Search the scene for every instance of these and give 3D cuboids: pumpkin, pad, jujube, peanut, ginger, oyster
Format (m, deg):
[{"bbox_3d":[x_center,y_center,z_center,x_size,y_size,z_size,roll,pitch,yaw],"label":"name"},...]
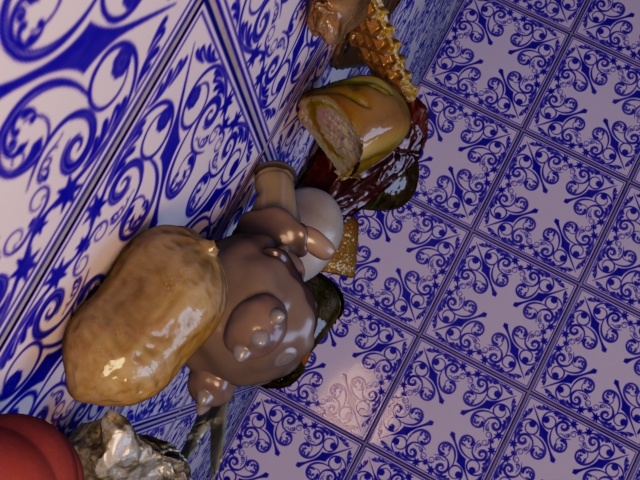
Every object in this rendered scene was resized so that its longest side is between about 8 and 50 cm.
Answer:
[{"bbox_3d":[-0.083,0.214,1.793,0.320,0.192,0.320,-56,175,-7],"label":"pumpkin"},{"bbox_3d":[0.111,-0.452,1.352,0.286,0.018,0.284,-66,170,21],"label":"pad"},{"bbox_3d":[0.137,-0.163,1.950,0.242,0.232,0.325,-62,172,22],"label":"pumpkin"},{"bbox_3d":[0.083,-0.179,1.590,0.342,0.216,0.216,-55,174,-1],"label":"jujube"},{"bbox_3d":[-0.171,0.075,0.742,0.129,0.129,0.224,110,7,-52],"label":"peanut"},{"bbox_3d":[0.030,-0.338,0.935,0.137,0.074,0.213,-62,168,-8],"label":"ginger"},{"bbox_3d":[-0.246,0.303,0.863,0.112,0.198,0.267,-113,178,-45],"label":"oyster"}]

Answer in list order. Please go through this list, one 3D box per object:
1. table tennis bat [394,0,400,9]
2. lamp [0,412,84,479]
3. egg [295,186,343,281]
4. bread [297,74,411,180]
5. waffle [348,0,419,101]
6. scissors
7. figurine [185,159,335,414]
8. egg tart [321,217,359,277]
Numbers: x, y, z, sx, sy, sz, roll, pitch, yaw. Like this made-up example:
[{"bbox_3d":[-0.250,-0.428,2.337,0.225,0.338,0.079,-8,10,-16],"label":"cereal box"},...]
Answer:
[{"bbox_3d":[0.187,-0.567,1.530,0.274,0.021,0.154,-58,172,-28],"label":"table tennis bat"},{"bbox_3d":[-0.262,0.228,0.582,0.182,0.140,0.182,-58,176,-6],"label":"lamp"},{"bbox_3d":[-0.043,-0.003,1.410,0.209,0.151,0.151,-61,174,0],"label":"egg"},{"bbox_3d":[0.063,-0.199,1.217,0.156,0.158,0.260,-32,177,-18],"label":"bread"},{"bbox_3d":[0.105,-0.313,1.192,0.046,0.192,0.160,-36,179,-12],"label":"waffle"},{"bbox_3d":[-0.145,0.217,1.109,0.256,0.029,0.383,-26,-156,21],"label":"scissors"},{"bbox_3d":[-0.096,0.047,1.052,0.248,0.203,0.380,-46,-158,43],"label":"figurine"},{"bbox_3d":[0.000,0.000,1.760,0.202,0.203,0.147,25,78,-84],"label":"egg tart"}]
